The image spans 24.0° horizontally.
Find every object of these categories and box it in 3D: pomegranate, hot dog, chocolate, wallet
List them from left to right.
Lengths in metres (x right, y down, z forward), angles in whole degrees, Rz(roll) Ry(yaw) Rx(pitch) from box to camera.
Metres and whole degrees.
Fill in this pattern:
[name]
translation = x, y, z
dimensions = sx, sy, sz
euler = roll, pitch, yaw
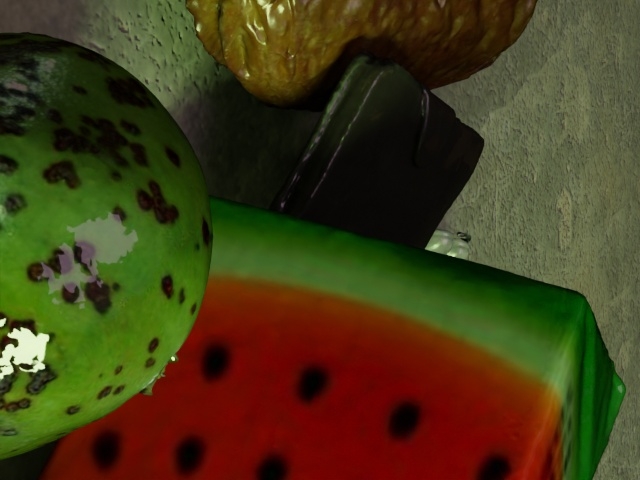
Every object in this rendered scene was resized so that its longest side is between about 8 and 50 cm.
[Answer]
[pomegranate]
translation = -0.193, -0.005, 0.863
dimensions = 0.254, 0.270, 0.254
euler = -52, 173, -9
[chocolate]
translation = 0.000, 0.156, 1.037
dimensions = 0.161, 0.360, 0.341
euler = 82, 27, -55
[hot dog]
translation = 0.026, -0.241, 1.258
dimensions = 0.387, 0.174, 0.267
euler = -9, 98, -47
[wallet]
translation = 0.058, -0.054, 1.287
dimensions = 0.165, 0.042, 0.309
euler = -57, 157, 3

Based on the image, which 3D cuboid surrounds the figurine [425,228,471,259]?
[figurine]
translation = 0.092, 0.105, 1.458
dimensions = 0.138, 0.110, 0.245
euler = 26, 66, -55
